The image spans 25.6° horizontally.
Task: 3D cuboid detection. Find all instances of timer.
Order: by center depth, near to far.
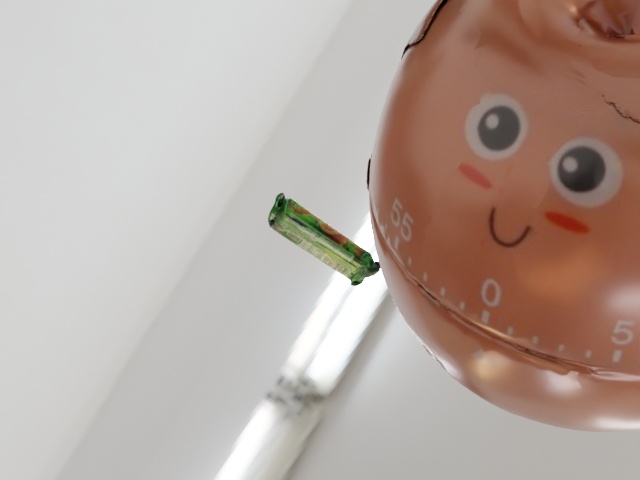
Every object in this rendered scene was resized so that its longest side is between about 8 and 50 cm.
[{"bbox_3d":[0.136,-0.029,0.681,0.229,0.229,0.215,-84,177,-52],"label":"timer"}]

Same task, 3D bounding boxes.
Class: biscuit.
[{"bbox_3d":[0.000,0.000,1.004,0.016,0.089,0.046,-59,-174,-25],"label":"biscuit"}]
